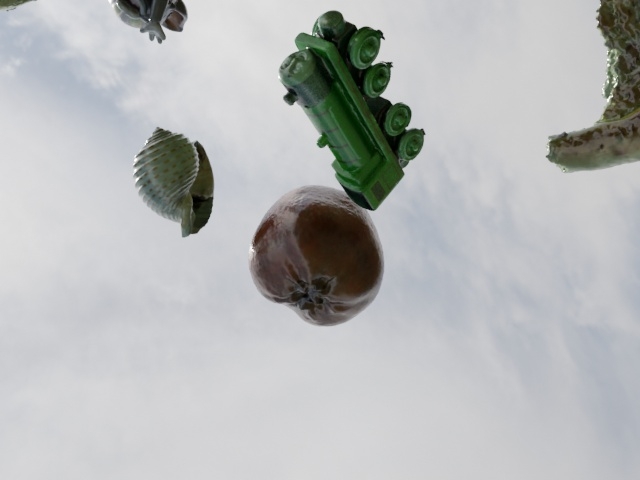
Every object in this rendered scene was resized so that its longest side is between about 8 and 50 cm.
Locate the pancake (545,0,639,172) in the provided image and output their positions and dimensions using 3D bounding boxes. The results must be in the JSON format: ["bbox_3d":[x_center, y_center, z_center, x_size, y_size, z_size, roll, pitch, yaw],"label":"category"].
[{"bbox_3d":[0.380,-0.219,0.725,0.197,0.377,0.054,44,-148,24],"label":"pancake"}]

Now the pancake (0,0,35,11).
[{"bbox_3d":[-0.360,-0.289,0.612,0.253,0.037,0.254,15,-133,-17],"label":"pancake"}]

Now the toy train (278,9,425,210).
[{"bbox_3d":[0.037,-0.143,0.763,0.119,0.085,0.251,-50,-39,-8],"label":"toy train"}]

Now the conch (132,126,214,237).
[{"bbox_3d":[-0.217,-0.092,0.995,0.135,0.102,0.153,-35,-47,-56],"label":"conch"}]

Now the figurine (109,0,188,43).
[{"bbox_3d":[-0.307,-0.450,1.124,0.193,0.265,0.140,29,-120,-12],"label":"figurine"}]

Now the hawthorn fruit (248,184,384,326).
[{"bbox_3d":[0.000,0.000,0.984,0.199,0.199,0.251,41,-147,-23],"label":"hawthorn fruit"}]
